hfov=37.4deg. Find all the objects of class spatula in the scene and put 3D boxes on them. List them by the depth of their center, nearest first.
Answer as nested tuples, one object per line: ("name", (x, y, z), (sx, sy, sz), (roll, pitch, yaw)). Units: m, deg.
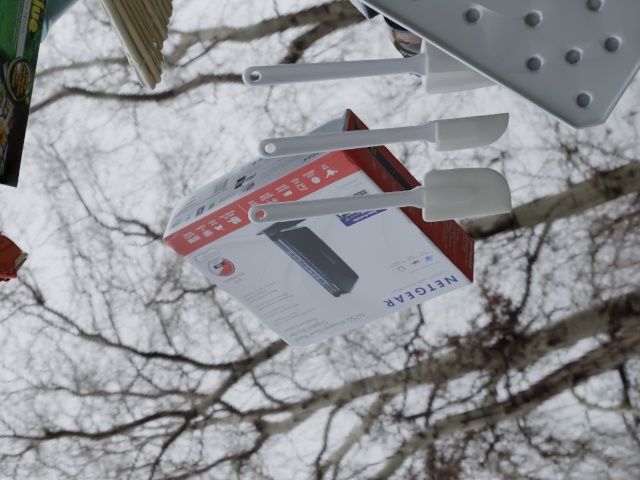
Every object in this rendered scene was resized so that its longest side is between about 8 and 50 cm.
("spatula", (0.053, -0.095, 0.824), (0.019, 0.242, 0.168), (-121, 27, -69))

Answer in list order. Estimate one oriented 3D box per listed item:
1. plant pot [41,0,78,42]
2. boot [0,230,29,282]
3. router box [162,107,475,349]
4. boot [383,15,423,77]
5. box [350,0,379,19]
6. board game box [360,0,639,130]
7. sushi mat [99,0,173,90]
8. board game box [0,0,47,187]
("plant pot", (-0.449, -0.433, 1.387), (0.271, 0.271, 0.255), (38, -124, -39))
("boot", (-0.542, 0.047, 1.543), (0.084, 0.059, 0.158), (36, -141, -5))
("router box", (0.000, 0.000, 1.349), (0.301, 0.335, 0.082), (42, -140, -30))
("boot", (0.180, -0.224, 0.994), (0.106, 0.219, 0.082), (64, -153, -64))
("box", (0.111, -0.461, 1.083), (0.296, 0.294, 0.183), (63, -178, -31))
("board game box", (0.124, -0.337, 0.652), (0.390, 0.390, 0.050), (32, -173, 3))
("sushi mat", (-0.116, -0.219, 0.455), (0.316, 0.019, 0.151), (73, -160, -65))
("board game box", (-0.381, -0.199, 1.100), (0.136, 0.030, 0.260), (16, -98, -70))
